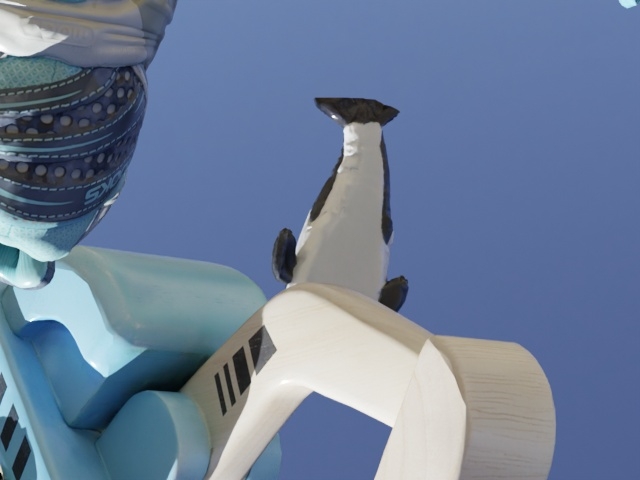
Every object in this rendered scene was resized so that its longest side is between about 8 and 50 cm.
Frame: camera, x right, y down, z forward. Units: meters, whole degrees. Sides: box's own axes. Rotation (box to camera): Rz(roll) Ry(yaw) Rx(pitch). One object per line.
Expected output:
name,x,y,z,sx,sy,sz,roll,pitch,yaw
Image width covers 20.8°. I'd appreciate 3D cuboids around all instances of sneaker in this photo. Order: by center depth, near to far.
sneaker,-0.128,-0.046,0.670,0.110,0.122,0.283,10,179,-11

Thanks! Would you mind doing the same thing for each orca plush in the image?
orca plush,0.000,0.000,1.748,0.151,0.287,0.102,1,174,-28

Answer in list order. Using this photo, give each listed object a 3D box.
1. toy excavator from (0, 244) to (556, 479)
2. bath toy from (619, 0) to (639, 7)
toy excavator,-0.085,0.109,1.181,0.222,0.445,0.433,7,-138,-40
bath toy,0.305,-0.231,0.934,0.348,0.151,0.129,-19,-136,-3
